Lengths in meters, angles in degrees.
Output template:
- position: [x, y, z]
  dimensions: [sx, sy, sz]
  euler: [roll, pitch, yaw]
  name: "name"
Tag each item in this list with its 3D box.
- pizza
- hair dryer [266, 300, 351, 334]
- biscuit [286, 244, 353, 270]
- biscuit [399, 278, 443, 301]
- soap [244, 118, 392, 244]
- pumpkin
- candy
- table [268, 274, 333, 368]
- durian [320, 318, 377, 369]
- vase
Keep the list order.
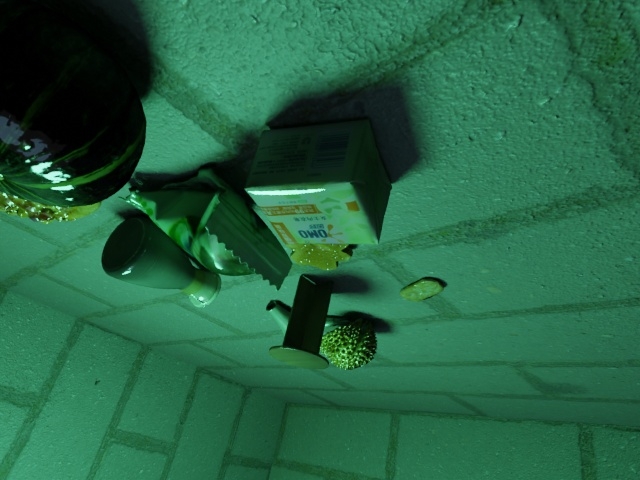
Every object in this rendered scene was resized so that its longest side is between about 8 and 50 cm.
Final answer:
- position: [-0.683, -0.126, 1.023]
  dimensions: [0.408, 0.114, 0.278]
  euler: [-2, 152, 22]
  name: "pizza"
- position: [-0.059, 0.258, 1.462]
  dimensions: [0.229, 0.092, 0.267]
  euler: [35, 131, -22]
  name: "hair dryer"
- position: [0.000, 0.000, 1.007]
  dimensions: [0.165, 0.036, 0.226]
  euler: [13, 148, 0]
  name: "biscuit"
- position: [0.264, 0.132, 1.136]
  dimensions: [0.071, 0.018, 0.147]
  euler: [25, 150, -13]
  name: "biscuit"
- position: [0.003, -0.091, 0.745]
  dimensions: [0.199, 0.139, 0.182]
  euler: [0, 148, 23]
  name: "soap"
- position: [-0.437, -0.192, 0.656]
  dimensions: [0.322, 0.242, 0.323]
  euler: [10, 148, 7]
  name: "pumpkin"
- position: [-0.263, -0.025, 0.960]
  dimensions: [0.397, 0.172, 0.263]
  euler: [6, 148, 39]
  name: "candy"
- position: [-0.036, 0.223, 1.210]
  dimensions: [0.166, 0.227, 0.167]
  euler: [10, 149, 6]
  name: "table"
- position: [0.091, 0.361, 1.437]
  dimensions: [0.193, 0.138, 0.237]
  euler: [-19, 163, -17]
  name: "durian"
- position: [-0.423, 0.075, 1.210]
  dimensions: [0.173, 0.174, 0.321]
  euler: [-4, 153, 29]
  name: "vase"
